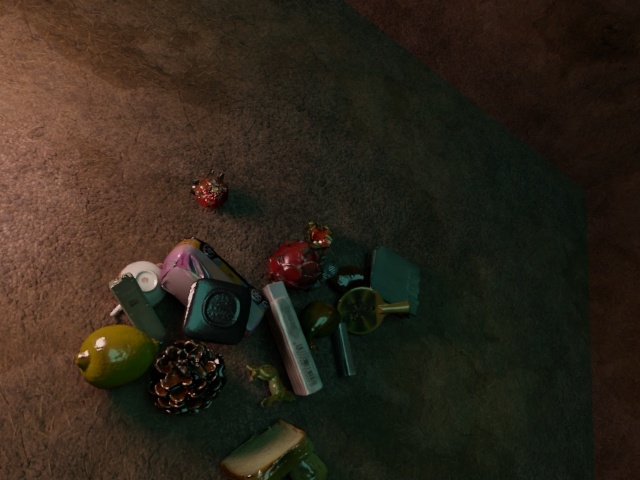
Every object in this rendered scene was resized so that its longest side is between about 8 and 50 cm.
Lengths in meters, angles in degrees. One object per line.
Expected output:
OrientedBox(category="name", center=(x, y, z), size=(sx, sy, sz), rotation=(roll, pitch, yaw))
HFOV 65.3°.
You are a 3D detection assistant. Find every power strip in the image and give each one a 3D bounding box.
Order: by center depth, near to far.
OrientedBox(category="power strip", center=(-0.569, 0.217, 1.563), size=(0.078, 0.052, 0.272), rotation=(-31, 120, -19))

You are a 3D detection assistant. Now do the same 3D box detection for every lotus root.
OrientedBox(category="lotus root", center=(-0.038, 0.784, 1.689), size=(0.125, 0.118, 0.220), rotation=(-38, 92, -39))

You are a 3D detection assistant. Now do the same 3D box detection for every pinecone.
OrientedBox(category="pinecone", center=(-0.400, 0.415, 1.540), size=(0.244, 0.257, 0.243), rotation=(26, 41, -25))

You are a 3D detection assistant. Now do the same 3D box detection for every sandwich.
OrientedBox(category="sandwich", center=(-0.163, 0.687, 1.590), size=(0.251, 0.226, 0.087), rotation=(-29, 101, -36))

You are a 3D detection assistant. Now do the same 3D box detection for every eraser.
OrientedBox(category="eraser", center=(-0.111, 0.352, 1.791), size=(0.082, 0.213, 0.396), rotation=(-18, 80, -21))

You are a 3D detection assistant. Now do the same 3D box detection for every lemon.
OrientedBox(category="lemon", center=(-0.600, 0.343, 1.485), size=(0.249, 0.184, 0.184), rotation=(-2, 70, -43))

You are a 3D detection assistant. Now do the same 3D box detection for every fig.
OrientedBox(category="fig", center=(-0.020, 0.336, 1.861), size=(0.151, 0.151, 0.259), rotation=(42, 36, -10))

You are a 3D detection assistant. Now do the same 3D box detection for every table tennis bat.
OrientedBox(category="table tennis bat", center=(0.219, 0.284, 2.055), size=(0.321, 0.050, 0.198), rotation=(-2, 96, -13))

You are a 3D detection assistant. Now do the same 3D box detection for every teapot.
OrientedBox(category="teapot", center=(-0.590, 0.154, 1.632), size=(0.245, 0.116, 0.159), rotation=(-44, 107, -32))

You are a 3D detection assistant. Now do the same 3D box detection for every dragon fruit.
OrientedBox(category="dragon fruit", center=(-0.413, -0.185, 1.884), size=(0.130, 0.121, 0.142), rotation=(12, 39, -36))
OrientedBox(category="dragon fruit", center=(-0.082, 0.090, 1.913), size=(0.274, 0.192, 0.193), rotation=(-35, 130, -8))
OrientedBox(category="dragon fruit", center=(0.000, 0.000, 2.081), size=(0.175, 0.138, 0.142), rotation=(45, 26, 17))

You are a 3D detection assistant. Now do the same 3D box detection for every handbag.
OrientedBox(category="handbag", center=(0.310, 0.188, 2.204), size=(0.274, 0.100, 0.268), rotation=(25, 54, -23))

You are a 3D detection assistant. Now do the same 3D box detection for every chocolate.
OrientedBox(category="chocolate", center=(0.000, 0.142, 2.015), size=(0.167, 0.072, 0.072), rotation=(-33, 89, -17))

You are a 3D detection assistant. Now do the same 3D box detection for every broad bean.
OrientedBox(category="broad bean", center=(0.113, 0.163, 2.089), size=(0.165, 0.084, 0.114), rotation=(-9, 57, -29))

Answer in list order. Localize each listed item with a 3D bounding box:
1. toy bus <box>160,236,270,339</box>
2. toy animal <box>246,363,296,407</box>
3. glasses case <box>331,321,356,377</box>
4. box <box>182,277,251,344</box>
OrientedBox(category="toy bus", center=(-0.361, 0.171, 1.669), size=(0.386, 0.171, 0.162), rotation=(47, 25, -15))
OrientedBox(category="toy animal", center=(-0.174, 0.503, 1.769), size=(0.136, 0.073, 0.181), rotation=(-11, 63, -44))
OrientedBox(category="glasses case", center=(0.084, 0.430, 1.960), size=(0.047, 0.071, 0.204), rotation=(-1, 70, -29))
OrientedBox(category="box", center=(-0.316, 0.222, 1.555), size=(0.213, 0.042, 0.201), rotation=(19, 66, -31))
